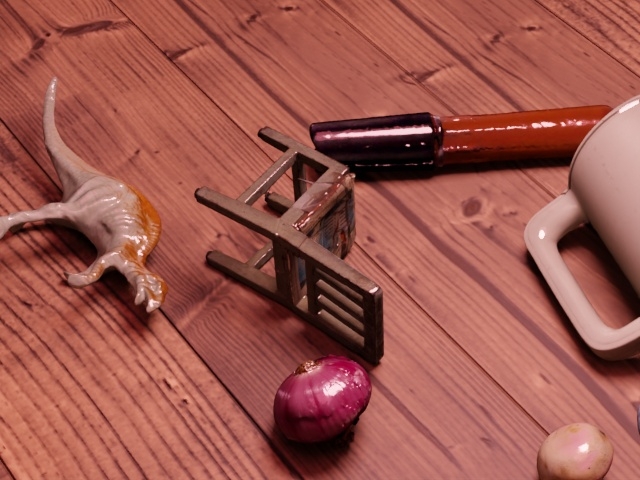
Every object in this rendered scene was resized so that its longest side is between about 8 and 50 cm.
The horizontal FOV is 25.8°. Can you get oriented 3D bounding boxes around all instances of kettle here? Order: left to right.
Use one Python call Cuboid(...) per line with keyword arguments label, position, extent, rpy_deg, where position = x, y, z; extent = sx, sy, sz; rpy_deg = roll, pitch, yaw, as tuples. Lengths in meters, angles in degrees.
Cuboid(label="kettle", position=(0.420, 0.016, 1.600), extent=(0.205, 0.265, 0.318), rpy_deg=(8, 39, -35))

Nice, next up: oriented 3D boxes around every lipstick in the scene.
Cuboid(label="lipstick", position=(0.195, -0.131, 1.797), extent=(0.418, 0.077, 0.077), rpy_deg=(-3, 47, -3))

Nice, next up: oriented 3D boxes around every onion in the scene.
Cuboid(label="onion", position=(0.006, 0.177, 1.515), extent=(0.115, 0.115, 0.104), rpy_deg=(-36, 100, -27))

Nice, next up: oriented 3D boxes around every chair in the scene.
Cuboid(label="chair", position=(0.000, 0.000, 1.642), extent=(0.270, 0.136, 0.147), rpy_deg=(28, 56, 27))

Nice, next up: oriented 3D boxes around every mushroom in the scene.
Cuboid(label="mushroom", position=(0.268, 0.231, 1.467), extent=(0.083, 0.067, 0.083), rpy_deg=(-26, 13, 7))

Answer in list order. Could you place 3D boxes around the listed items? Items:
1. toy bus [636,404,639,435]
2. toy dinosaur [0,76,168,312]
Cuboid(label="toy bus", position=(0.428, 0.184, 1.372), extent=(0.232, 0.287, 0.194), rpy_deg=(-18, 47, 6))
Cuboid(label="toy dinosaur", position=(-0.305, -0.045, 1.726), extent=(0.205, 0.092, 0.393), rpy_deg=(-9, 46, -6))
